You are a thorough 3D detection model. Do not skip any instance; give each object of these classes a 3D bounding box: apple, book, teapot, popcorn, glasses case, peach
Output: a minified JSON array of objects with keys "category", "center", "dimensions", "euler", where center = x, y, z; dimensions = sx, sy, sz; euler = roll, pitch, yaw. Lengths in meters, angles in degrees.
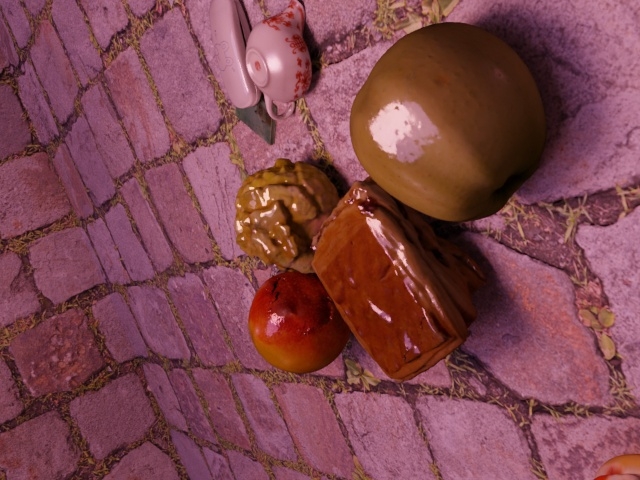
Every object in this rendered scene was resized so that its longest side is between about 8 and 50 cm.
[{"category":"apple","center":[0.174,-0.162,0.993],"dimensions":[0.279,0.279,0.279],"euler":[35,138,39]},{"category":"book","center":[-0.144,-0.285,1.571],"dimensions":[0.135,0.017,0.103],"euler":[43,144,31]},{"category":"teapot","center":[-0.081,-0.334,1.376],"dimensions":[0.159,0.116,0.245],"euler":[35,145,22]},{"category":"popcorn","center":[-0.065,-0.038,1.433],"dimensions":[0.259,0.212,0.258],"euler":[7,103,33]},{"category":"glasses case","center":[-0.179,-0.394,1.498],"dimensions":[0.092,0.059,0.233],"euler":[3,110,50]},{"category":"peach","center":[-0.045,0.175,1.550],"dimensions":[0.231,0.231,0.230],"euler":[35,138,39]}]

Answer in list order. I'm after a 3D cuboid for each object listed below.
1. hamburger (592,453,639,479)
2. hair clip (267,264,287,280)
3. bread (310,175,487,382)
[{"category":"hamburger","center":[0.477,0.408,0.981],"dimensions":[0.261,0.186,0.302],"euler":[39,151,37]},{"category":"hair clip","center":[-0.099,0.095,1.661],"dimensions":[0.054,0.140,0.220],"euler":[33,138,18]},{"category":"bread","center":[0.139,0.061,1.254],"dimensions":[0.324,0.167,0.277],"euler":[57,148,12]}]
